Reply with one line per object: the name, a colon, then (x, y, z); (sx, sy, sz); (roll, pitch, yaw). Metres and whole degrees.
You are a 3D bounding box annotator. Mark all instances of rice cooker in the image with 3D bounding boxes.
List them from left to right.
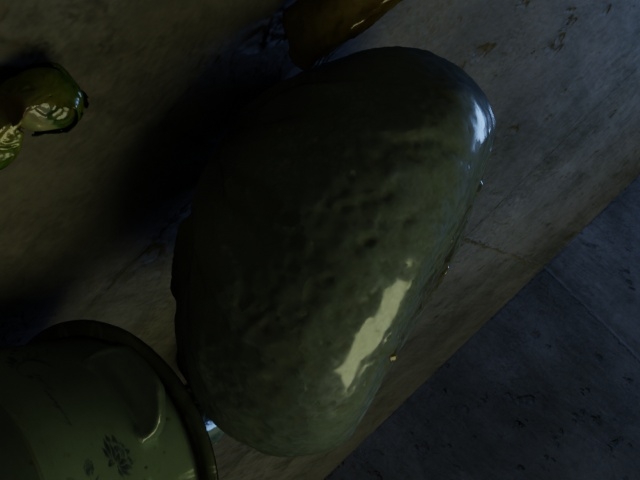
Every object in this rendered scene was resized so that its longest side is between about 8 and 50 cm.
rice cooker: (-0.231, 0.205, 0.884); (0.316, 0.264, 0.317); (-38, 159, -17)

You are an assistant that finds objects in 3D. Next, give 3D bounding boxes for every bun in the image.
bun: (0.000, 0.000, 0.925); (0.362, 0.211, 0.362); (-59, 176, -8)

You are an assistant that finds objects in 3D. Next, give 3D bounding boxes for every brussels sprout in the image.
brussels sprout: (-0.181, -0.073, 0.673); (0.083, 0.046, 0.051); (-39, 157, -8)

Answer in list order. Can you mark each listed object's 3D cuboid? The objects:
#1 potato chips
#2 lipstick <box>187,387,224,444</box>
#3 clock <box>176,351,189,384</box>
potato chips: (0.133, -0.265, 0.899); (0.407, 0.057, 0.080); (-36, 176, -24)
lipstick: (-0.216, 0.251, 1.360); (0.289, 0.077, 0.076); (-20, 152, -56)
clock: (-0.033, 0.081, 1.372); (0.325, 0.067, 0.325); (-38, 163, -14)
